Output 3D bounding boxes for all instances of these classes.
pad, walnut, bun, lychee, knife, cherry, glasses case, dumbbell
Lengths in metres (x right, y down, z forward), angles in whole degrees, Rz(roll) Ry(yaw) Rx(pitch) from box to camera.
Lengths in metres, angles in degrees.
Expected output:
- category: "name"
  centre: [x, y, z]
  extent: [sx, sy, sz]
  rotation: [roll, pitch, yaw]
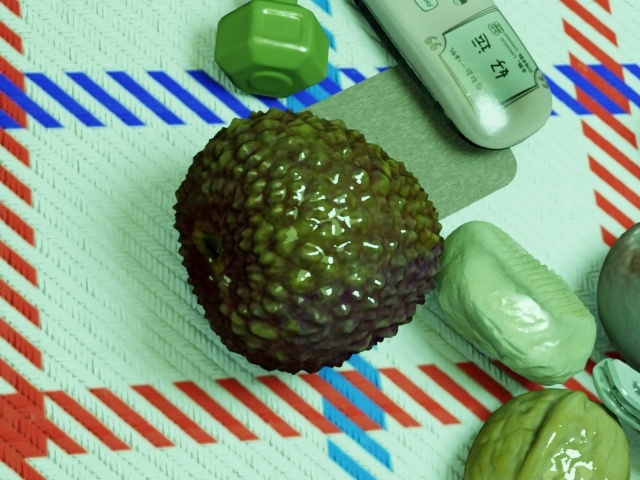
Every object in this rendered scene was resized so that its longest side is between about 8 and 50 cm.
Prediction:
- category: "pad"
  centre: [0.070, -0.088, 1.524]
  extent: [0.266, 0.002, 0.176]
  rotation: [-27, 79, -20]
- category: "walnut"
  centre: [0.223, 0.218, 1.382]
  extent: [0.166, 0.149, 0.166]
  rotation: [-1, 48, 1]
- category: "bun"
  centre: [0.186, 0.068, 1.423]
  extent: [0.188, 0.164, 0.111]
  rotation: [43, 103, 10]
- category: "lychee"
  centre: [0.000, 0.000, 1.360]
  extent: [0.271, 0.271, 0.271]
  rotation: [4, 71, -12]
- category: "knife"
  centre: [0.367, 0.202, 1.415]
  extent: [0.265, 0.040, 0.073]
  rotation: [37, 30, -25]
- category: "cherry"
  centre: [0.400, 0.077, 1.429]
  extent: [0.206, 0.239, 0.239]
  rotation: [-29, 79, -44]
- category: "glasses case"
  centre: [0.129, -0.233, 1.545]
  extent: [0.122, 0.075, 0.314]
  rotation: [-30, 77, -21]
- category: "dumbbell"
  centre: [-0.042, -0.301, 1.513]
  extent: [0.121, 0.108, 0.302]
  rotation: [7, 70, -10]
